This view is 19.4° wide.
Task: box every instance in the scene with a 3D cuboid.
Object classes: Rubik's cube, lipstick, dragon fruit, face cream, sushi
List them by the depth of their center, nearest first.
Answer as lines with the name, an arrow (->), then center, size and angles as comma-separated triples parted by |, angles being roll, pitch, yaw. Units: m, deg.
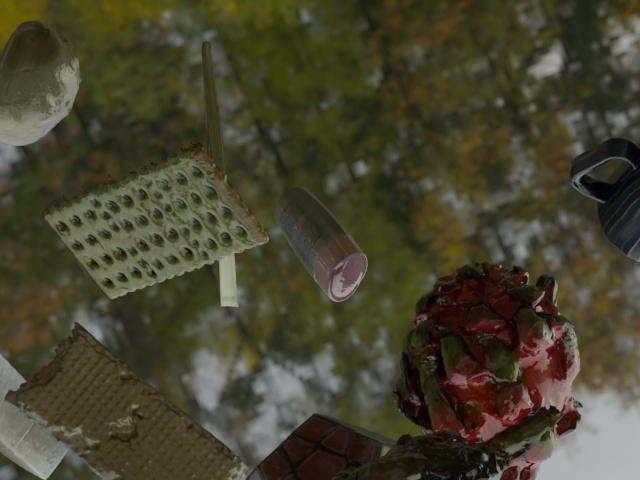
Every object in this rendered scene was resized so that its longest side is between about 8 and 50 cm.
sushi -> 0.096, 0.306, 2.027 | 0.225, 0.218, 0.238 | 12, -177, -14
lipstick -> -0.395, 0.182, 2.222 | 0.080, 0.371, 0.076 | 27, -107, 23
dragon fruit -> 0.220, 0.178, 2.424 | 0.231, 0.302, 0.237 | 3, 166, 19
face cream -> 0.000, 0.000, 2.562 | 0.057, 0.084, 0.198 | 13, -155, -34
Rubik's cube -> 0.027, 0.405, 2.745 | 0.319, 0.264, 0.319 | -42, 171, -8

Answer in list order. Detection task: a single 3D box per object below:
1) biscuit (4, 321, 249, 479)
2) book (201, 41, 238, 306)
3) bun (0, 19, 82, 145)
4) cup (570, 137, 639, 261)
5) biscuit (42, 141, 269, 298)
biscuit -> -0.194, 0.194, 1.878 | 0.108, 0.239, 0.062 | -50, 178, -7
book -> -0.129, -0.078, 2.326 | 0.025, 0.282, 0.215 | -6, -123, -4
bun -> -0.374, -0.202, 2.447 | 0.166, 0.113, 0.173 | -31, -143, 67
cup -> 0.327, -0.062, 1.792 | 0.113, 0.150, 0.138 | -48, 177, -30
biscuit -> -0.178, -0.016, 1.964 | 0.231, 0.139, 0.016 | -19, -151, 34
